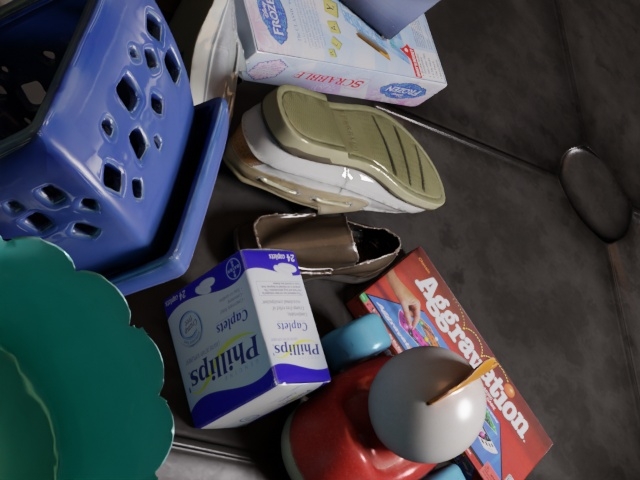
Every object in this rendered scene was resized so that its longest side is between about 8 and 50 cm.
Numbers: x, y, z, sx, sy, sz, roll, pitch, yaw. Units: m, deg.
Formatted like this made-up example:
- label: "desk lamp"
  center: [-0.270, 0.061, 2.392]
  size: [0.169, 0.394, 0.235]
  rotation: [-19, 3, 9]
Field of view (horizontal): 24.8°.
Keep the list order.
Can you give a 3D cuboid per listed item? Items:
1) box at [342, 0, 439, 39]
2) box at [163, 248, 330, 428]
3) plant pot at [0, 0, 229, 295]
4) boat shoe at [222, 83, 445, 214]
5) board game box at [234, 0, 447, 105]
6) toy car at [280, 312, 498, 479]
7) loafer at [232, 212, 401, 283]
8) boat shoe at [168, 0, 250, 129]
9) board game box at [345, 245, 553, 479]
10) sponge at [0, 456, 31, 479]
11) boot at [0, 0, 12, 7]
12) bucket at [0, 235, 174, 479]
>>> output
- label: "box"
  center: [0.082, -0.437, 1.646]
  size: [0.296, 0.294, 0.183]
  rotation: [36, 44, -22]
- label: "box"
  center: [-0.072, 0.095, 1.385]
  size: [0.072, 0.126, 0.137]
  rotation: [2, 64, -45]
- label: "plant pot"
  center: [-0.223, -0.070, 1.260]
  size: [0.212, 0.236, 0.236]
  rotation: [47, 39, -35]
- label: "boat shoe"
  center: [0.017, -0.087, 1.610]
  size: [0.302, 0.103, 0.113]
  rotation: [21, 45, -45]
- label: "board game box"
  center: [-0.015, -0.329, 1.759]
  size: [0.318, 0.066, 0.319]
  rotation: [4, 62, -43]
- label: "toy car"
  center: [0.097, 0.164, 1.424]
  size: [0.210, 0.238, 0.219]
  rotation: [-20, 81, -49]
- label: "loafer"
  center: [0.000, 0.000, 1.554]
  size: [0.220, 0.078, 0.080]
  rotation: [-1, 66, -45]
- label: "boat shoe"
  center: [-0.121, -0.187, 1.564]
  size: [0.081, 0.079, 0.227]
  rotation: [33, 52, -36]
- label: "board game box"
  center: [0.150, 0.153, 1.647]
  size: [0.281, 0.027, 0.145]
  rotation: [56, 39, -2]
- label: "sponge"
  center: [-0.249, 0.184, 1.227]
  size: [0.210, 0.031, 0.117]
  rotation: [43, 42, -15]
- label: "boot"
  center: [-0.389, -0.252, 1.342]
  size: [0.161, 0.083, 0.246]
  rotation: [-24, 76, -45]
- label: "bucket"
  center: [-0.265, 0.147, 1.080]
  size: [0.281, 0.183, 0.281]
  rotation: [11, 69, -30]
